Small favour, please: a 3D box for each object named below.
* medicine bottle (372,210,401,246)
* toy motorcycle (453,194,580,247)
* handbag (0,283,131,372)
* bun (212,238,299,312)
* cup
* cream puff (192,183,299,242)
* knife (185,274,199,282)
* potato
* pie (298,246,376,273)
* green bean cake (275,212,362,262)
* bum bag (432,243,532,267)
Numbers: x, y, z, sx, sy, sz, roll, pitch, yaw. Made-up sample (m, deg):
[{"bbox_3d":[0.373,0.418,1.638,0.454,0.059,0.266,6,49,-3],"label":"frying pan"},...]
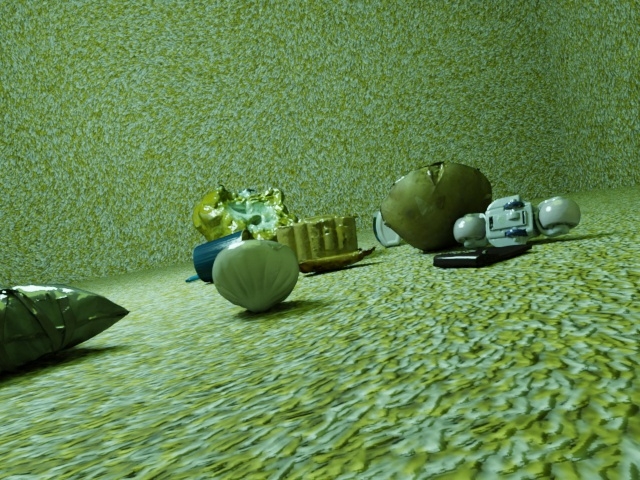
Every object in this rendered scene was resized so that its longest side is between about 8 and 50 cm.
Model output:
[{"bbox_3d":[0.211,-0.042,1.621,0.078,0.115,0.219,-11,2,2],"label":"medicine bottle"},{"bbox_3d":[0.402,-0.031,1.033,0.254,0.112,0.112,-11,1,41],"label":"toy motorcycle"},{"bbox_3d":[-0.404,0.116,0.647,0.182,0.117,0.270,3,9,39],"label":"handbag"},{"bbox_3d":[-0.098,0.067,0.768,0.138,0.094,0.138,-4,-31,-3],"label":"bun"},{"bbox_3d":[-0.258,0.057,1.422,0.155,0.131,0.176,-13,-28,10],"label":"cup"},{"bbox_3d":[-0.246,-0.018,1.623,0.323,0.270,0.274,0,-20,-19],"label":"cream puff"},{"bbox_3d":[-0.310,0.098,1.640,0.296,0.026,0.044,-16,3,-41],"label":"knife"},{"bbox_3d":[0.294,-0.061,1.166,0.299,0.116,0.239,12,-54,-34],"label":"potato"},{"bbox_3d":[0.036,0.053,1.169,0.191,0.033,0.088,-12,-13,-8],"label":"pie"},{"bbox_3d":[0.000,0.000,1.401,0.224,0.131,0.230,-8,0,5],"label":"green bean cake"},{"bbox_3d":[0.290,0.023,0.893,0.159,0.026,0.109,-12,2,-34],"label":"bum bag"}]
